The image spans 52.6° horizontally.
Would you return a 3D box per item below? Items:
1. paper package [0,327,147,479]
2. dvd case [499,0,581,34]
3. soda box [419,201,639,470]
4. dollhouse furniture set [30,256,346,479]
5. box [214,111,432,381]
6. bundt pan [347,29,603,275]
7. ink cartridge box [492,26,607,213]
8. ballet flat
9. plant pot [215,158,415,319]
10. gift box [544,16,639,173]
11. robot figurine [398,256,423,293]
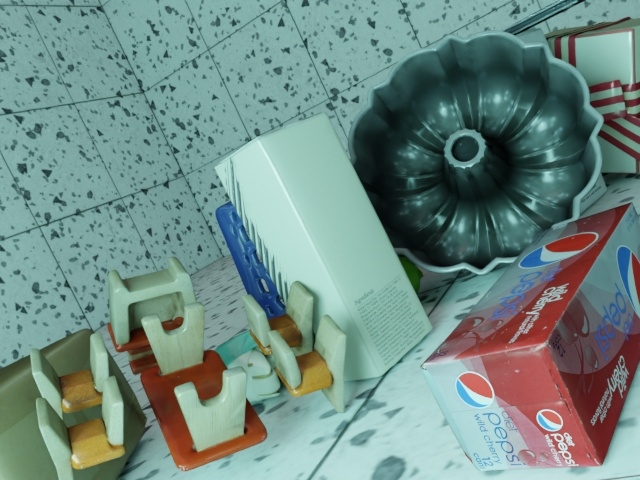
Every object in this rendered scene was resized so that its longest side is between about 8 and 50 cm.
[{"bbox_3d":[-0.383,0.258,0.683,0.309,0.168,0.325,-26,6,0],"label":"paper package"},{"bbox_3d":[0.298,-0.327,1.014,0.221,0.018,0.164,-21,9,31],"label":"dvd case"},{"bbox_3d":[0.183,0.059,0.486,0.092,0.083,0.263,-21,8,41],"label":"soda box"},{"bbox_3d":[-0.138,0.131,0.650,0.262,0.135,0.259,-14,28,-23],"label":"dollhouse furniture set"},{"bbox_3d":[0.005,0.010,0.711,0.113,0.275,0.094,-30,5,-42],"label":"box"},{"bbox_3d":[0.206,-0.105,0.880,0.330,0.331,0.124,-23,-20,16],"label":"bundt pan"},{"bbox_3d":[0.292,-0.161,1.030,0.117,0.278,0.201,-29,7,-41],"label":"ink cartridge box"},{"bbox_3d":[-0.048,0.140,0.782,0.247,0.083,0.087,-29,21,-15],"label":"ballet flat"},{"bbox_3d":[0.000,0.000,1.029,0.236,0.236,0.212,-26,6,-24],"label":"plant pot"},{"bbox_3d":[0.468,-0.228,1.101,0.258,0.277,0.255,-25,18,-39],"label":"gift box"},{"bbox_3d":[0.092,0.065,0.895,0.115,0.067,0.101,-30,-20,-42],"label":"robot figurine"}]
